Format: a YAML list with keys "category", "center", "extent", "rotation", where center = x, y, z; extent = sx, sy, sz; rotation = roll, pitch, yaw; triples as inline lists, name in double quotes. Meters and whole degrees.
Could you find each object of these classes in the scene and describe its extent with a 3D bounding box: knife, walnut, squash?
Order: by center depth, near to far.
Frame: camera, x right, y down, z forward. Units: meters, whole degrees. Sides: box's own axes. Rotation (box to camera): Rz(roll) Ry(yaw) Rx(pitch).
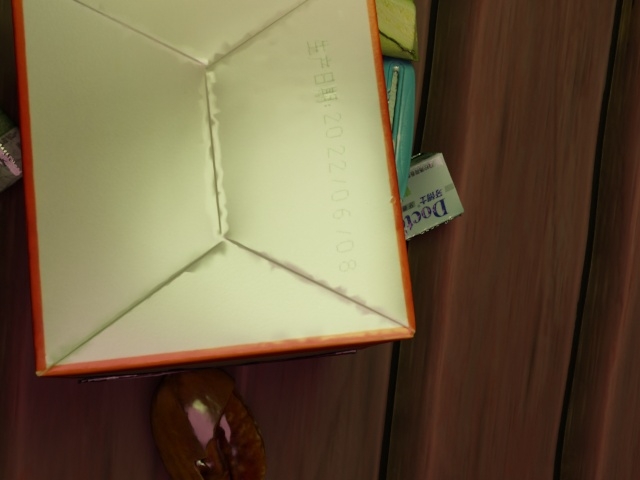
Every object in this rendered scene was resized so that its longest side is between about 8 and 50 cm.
- category: "squash"
  center: [0.022, -0.250, 0.996]
  extent: [0.200, 0.075, 0.090]
  rotation: [0, 80, -14]
- category: "walnut"
  center: [-0.123, 0.232, 1.000]
  extent: [0.116, 0.116, 0.207]
  rotation: [-21, 102, -12]
- category: "knife"
  center: [0.075, -0.119, 1.008]
  extent: [0.064, 0.031, 0.222]
  rotation: [9, 69, 0]

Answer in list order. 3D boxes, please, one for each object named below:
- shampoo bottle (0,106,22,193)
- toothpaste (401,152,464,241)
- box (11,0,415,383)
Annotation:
- category: "shampoo bottle"
  center: [-0.378, -0.144, 0.910]
  extent: [0.065, 0.065, 0.204]
  rotation: [-41, 105, -7]
- category: "toothpaste"
  center: [0.000, 0.000, 1.026]
  extent: [0.336, 0.067, 0.081]
  rotation: [-25, 101, -11]
- category: "box"
  center: [-0.107, -0.052, 0.849]
  extent: [0.319, 0.257, 0.348]
  rotation: [-6, 82, -11]
